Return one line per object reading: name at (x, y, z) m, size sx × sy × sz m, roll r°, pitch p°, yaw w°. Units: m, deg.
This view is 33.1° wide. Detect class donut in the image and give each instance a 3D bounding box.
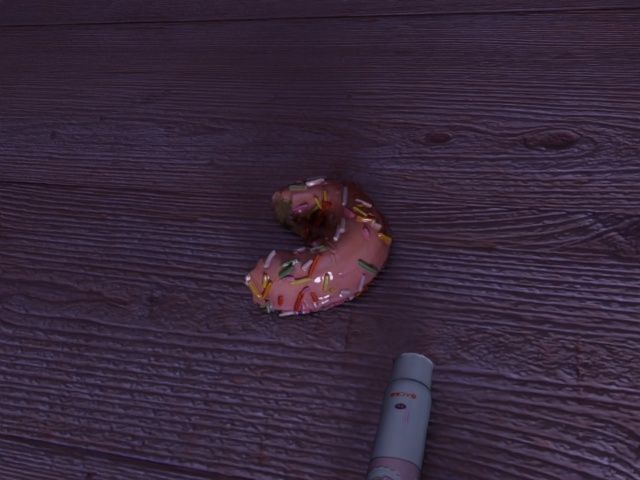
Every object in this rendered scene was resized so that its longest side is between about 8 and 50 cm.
donut at (0.000, 0.000, 1.519) m, size 0.199 × 0.085 × 0.233 m, roll -3°, pitch 45°, yaw 16°

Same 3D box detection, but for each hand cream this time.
hand cream at (0.081, 0.274, 1.213) m, size 0.085 × 0.058 × 0.331 m, roll 10°, pitch 51°, yaw 7°
